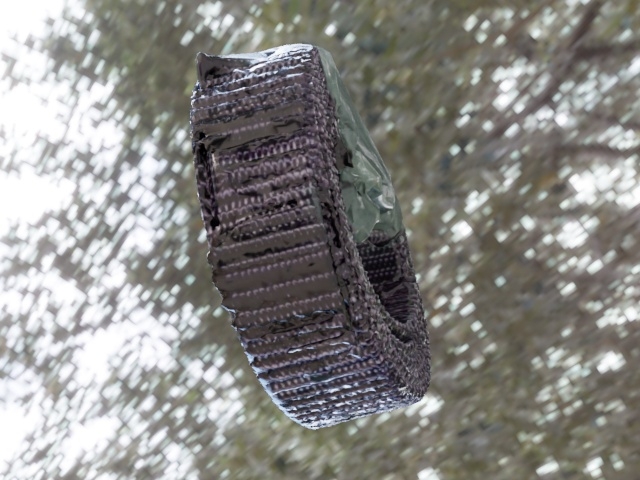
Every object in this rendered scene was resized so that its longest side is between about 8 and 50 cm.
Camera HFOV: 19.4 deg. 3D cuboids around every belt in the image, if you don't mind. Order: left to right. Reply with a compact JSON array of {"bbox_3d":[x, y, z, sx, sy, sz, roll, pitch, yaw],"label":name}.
[{"bbox_3d":[0.000,0.000,1.341,0.122,0.325,0.260,-16,-106,11],"label":"belt"}]
